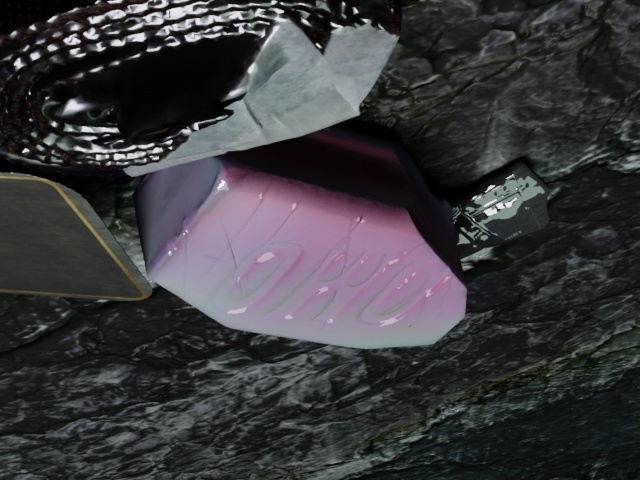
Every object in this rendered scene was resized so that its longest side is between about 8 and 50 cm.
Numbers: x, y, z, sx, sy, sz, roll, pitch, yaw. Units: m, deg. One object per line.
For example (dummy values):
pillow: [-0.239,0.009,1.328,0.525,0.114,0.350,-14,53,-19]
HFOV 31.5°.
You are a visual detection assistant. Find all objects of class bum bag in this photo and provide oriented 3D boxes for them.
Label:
bum bag: [0.141,-0.018,1.139,0.198,0.049,0.087,-25,127,26]

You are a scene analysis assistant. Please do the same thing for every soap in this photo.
soap: [0.000,0.000,0.997,0.324,0.109,0.193,12,137,-34]

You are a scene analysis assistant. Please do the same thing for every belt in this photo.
belt: [-0.087,-0.127,0.684,0.289,0.164,0.184,-13,151,15]

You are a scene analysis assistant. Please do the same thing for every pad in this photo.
pad: [-0.338,0.006,0.833,0.376,0.063,0.315,3,156,10]
